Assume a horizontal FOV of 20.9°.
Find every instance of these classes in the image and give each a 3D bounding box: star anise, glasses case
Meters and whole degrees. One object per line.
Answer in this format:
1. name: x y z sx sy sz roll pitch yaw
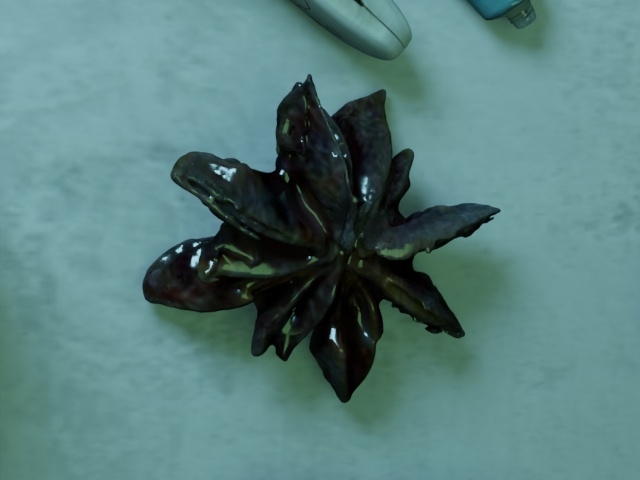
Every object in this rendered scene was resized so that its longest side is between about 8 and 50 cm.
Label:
1. star anise: 0.004 -0.002 1.217 0.282 0.129 0.212 27 100 -28
2. glasses case: -0.014 -0.193 1.190 0.193 0.074 0.049 39 86 -21

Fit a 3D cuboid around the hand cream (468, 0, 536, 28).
1. hand cream: 0.088 -0.246 1.228 0.083 0.048 0.224 -37 104 -3
